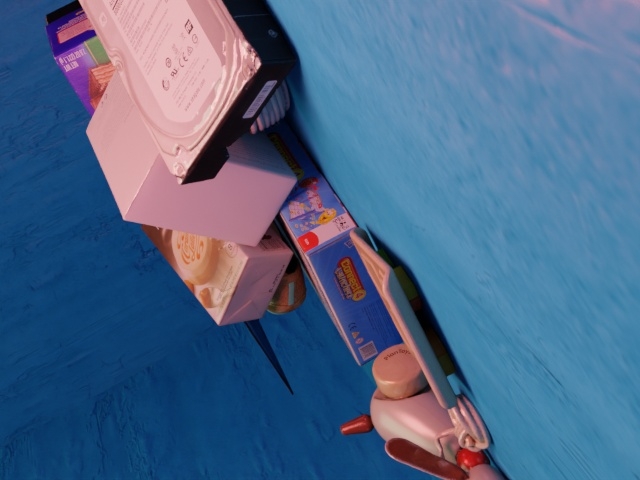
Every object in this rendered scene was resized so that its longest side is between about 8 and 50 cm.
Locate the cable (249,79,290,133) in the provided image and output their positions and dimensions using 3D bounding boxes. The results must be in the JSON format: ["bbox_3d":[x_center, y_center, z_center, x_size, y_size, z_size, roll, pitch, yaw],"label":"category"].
[{"bbox_3d":[-0.133,-0.270,1.282,0.257,0.089,0.257,61,177,15],"label":"cable"}]

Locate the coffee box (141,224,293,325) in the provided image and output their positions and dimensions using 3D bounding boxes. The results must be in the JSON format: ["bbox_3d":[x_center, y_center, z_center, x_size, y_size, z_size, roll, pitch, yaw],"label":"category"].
[{"bbox_3d":[-0.170,-0.001,1.483,0.246,0.098,0.141,46,125,32],"label":"coffee box"}]

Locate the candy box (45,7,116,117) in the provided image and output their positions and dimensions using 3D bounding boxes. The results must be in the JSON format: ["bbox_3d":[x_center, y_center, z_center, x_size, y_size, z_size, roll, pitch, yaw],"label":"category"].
[{"bbox_3d":[-0.243,-0.253,1.504,0.317,0.268,0.122,64,179,-44],"label":"candy box"}]

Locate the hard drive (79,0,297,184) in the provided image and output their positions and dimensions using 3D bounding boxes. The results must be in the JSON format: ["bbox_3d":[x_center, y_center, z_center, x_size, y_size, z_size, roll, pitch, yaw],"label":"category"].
[{"bbox_3d":[-0.180,-0.269,1.118,0.237,0.064,0.339,-46,66,45],"label":"hard drive"}]

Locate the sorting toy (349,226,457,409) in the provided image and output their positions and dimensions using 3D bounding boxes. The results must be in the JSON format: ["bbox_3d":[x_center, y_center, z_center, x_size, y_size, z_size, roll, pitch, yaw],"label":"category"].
[{"bbox_3d":[0.106,0.087,1.150,0.193,0.038,0.208,63,-179,-19],"label":"sorting toy"}]

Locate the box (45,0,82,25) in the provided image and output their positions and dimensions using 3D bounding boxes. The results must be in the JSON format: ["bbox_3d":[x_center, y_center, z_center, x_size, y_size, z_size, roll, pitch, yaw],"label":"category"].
[{"bbox_3d":[-0.331,-0.330,1.918,0.212,0.294,0.395,57,175,50],"label":"box"}]

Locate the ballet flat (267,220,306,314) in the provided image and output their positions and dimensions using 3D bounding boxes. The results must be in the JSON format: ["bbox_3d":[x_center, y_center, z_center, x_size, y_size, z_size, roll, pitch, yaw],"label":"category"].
[{"bbox_3d":[-0.124,-0.032,1.565,0.342,0.116,0.124,59,155,28],"label":"ballet flat"}]

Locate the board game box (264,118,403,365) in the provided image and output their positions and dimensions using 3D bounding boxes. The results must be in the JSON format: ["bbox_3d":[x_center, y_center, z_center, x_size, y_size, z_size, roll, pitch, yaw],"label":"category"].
[{"bbox_3d":[0.000,0.000,1.500,0.302,0.086,0.308,58,175,41],"label":"board game box"}]

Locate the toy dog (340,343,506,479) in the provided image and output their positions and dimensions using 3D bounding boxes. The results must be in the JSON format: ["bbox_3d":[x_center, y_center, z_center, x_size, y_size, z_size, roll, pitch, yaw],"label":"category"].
[{"bbox_3d":[0.133,0.290,1.281,0.220,0.161,0.333,62,176,-15],"label":"toy dog"}]

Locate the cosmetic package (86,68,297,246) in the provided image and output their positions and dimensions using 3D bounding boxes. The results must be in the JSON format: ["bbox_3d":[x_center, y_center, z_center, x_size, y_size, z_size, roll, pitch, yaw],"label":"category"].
[{"bbox_3d":[-0.192,-0.124,1.357,0.224,0.138,0.224,13,-150,-38],"label":"cosmetic package"}]

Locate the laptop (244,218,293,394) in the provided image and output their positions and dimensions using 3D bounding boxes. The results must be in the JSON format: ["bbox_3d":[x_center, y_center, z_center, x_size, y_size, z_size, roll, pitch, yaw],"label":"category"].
[{"bbox_3d":[-0.104,0.011,1.844,0.236,0.408,0.382,11,142,39],"label":"laptop"}]
